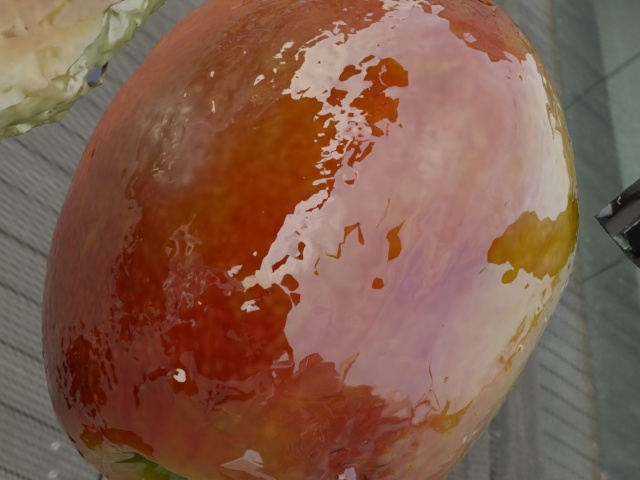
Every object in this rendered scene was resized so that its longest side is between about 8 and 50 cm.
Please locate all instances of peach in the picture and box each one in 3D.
[{"bbox_3d":[-0.002,-0.001,0.584,0.289,0.373,0.373,23,40,4],"label":"peach"}]

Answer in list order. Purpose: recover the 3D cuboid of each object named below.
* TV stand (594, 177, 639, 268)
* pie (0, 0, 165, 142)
[{"bbox_3d":[0.220,0.023,0.528,0.040,0.049,0.256,46,12,-15],"label":"TV stand"},{"bbox_3d":[-0.187,-0.175,0.333,0.339,0.083,0.340,6,70,-15],"label":"pie"}]
